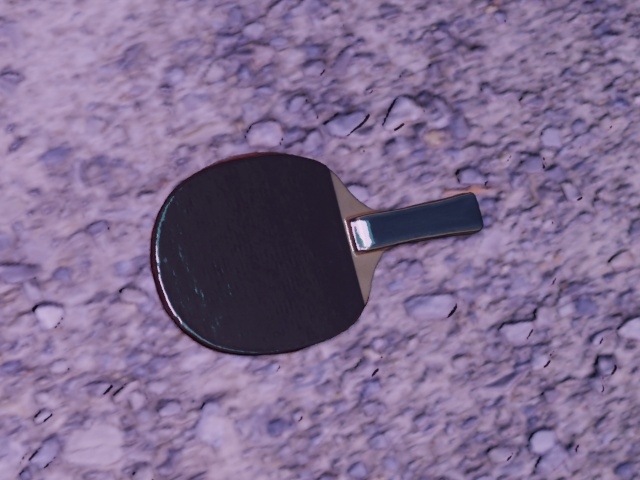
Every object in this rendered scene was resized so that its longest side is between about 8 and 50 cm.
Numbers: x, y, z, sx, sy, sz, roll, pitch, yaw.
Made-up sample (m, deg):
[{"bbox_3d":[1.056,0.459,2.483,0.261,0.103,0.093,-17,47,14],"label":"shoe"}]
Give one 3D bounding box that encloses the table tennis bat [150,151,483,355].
[{"bbox_3d":[0.000,0.000,1.692,0.301,0.022,0.173,-12,84,-22],"label":"table tennis bat"}]
